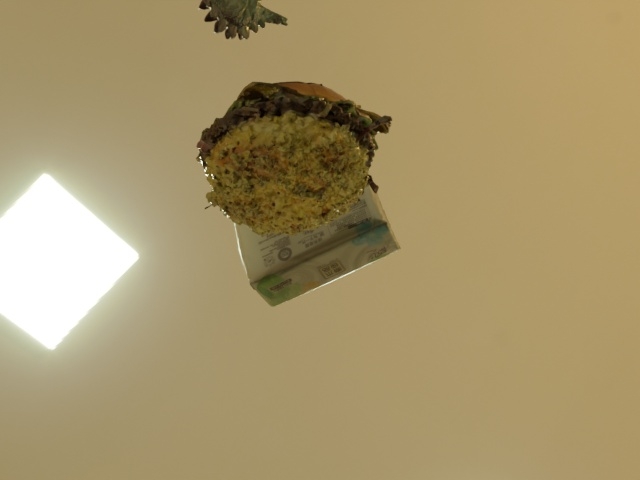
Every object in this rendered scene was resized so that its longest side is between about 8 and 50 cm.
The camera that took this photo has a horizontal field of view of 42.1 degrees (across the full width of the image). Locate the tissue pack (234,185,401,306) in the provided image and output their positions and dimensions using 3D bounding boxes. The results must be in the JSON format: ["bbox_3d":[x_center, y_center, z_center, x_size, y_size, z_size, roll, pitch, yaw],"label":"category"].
[{"bbox_3d":[0.000,0.000,1.328,0.229,0.159,0.145,-25,-40,8],"label":"tissue pack"}]

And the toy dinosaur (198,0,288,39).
[{"bbox_3d":[-0.118,-0.299,1.045,0.209,0.039,0.082,13,-84,-46],"label":"toy dinosaur"}]

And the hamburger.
[{"bbox_3d":[-0.034,-0.101,1.079,0.243,0.138,0.261,9,-36,-24],"label":"hamburger"}]
